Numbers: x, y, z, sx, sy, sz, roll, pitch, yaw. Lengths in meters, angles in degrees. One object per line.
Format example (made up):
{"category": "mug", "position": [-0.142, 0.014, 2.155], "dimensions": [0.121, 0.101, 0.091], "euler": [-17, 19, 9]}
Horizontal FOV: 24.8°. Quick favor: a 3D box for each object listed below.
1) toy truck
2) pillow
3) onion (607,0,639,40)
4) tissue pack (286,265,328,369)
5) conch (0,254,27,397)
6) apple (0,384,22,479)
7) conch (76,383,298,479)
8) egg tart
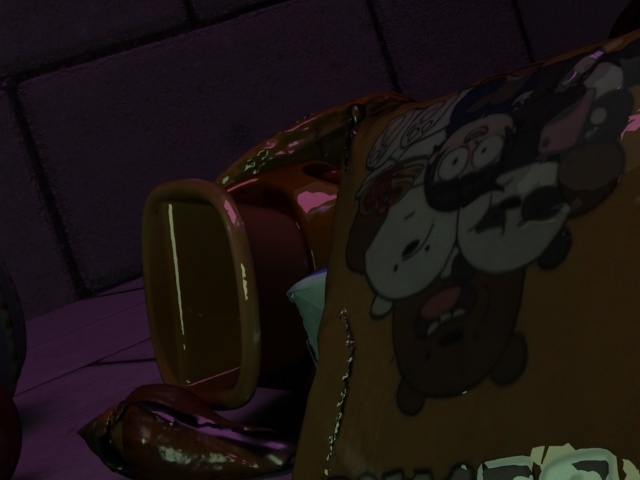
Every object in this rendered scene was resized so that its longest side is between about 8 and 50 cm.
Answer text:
{"category": "toy truck", "position": [-0.029, 0.036, 1.256], "dimensions": [0.211, 0.204, 0.288], "euler": [-6, 4, -23]}
{"category": "pillow", "position": [0.097, 0.046, 0.623], "dimensions": [0.119, 0.312, 0.310], "euler": [25, -26, -39]}
{"category": "onion", "position": [0.346, -0.111, 1.262], "dimensions": [0.281, 0.281, 0.221], "euler": [-14, -13, 42]}
{"category": "tissue pack", "position": [0.148, 0.037, 1.069], "dimensions": [0.263, 0.146, 0.198], "euler": [-24, 5, -37]}
{"category": "conch", "position": [-0.469, 0.152, 1.712], "dimensions": [0.303, 0.215, 0.319], "euler": [-14, 32, 47]}
{"category": "apple", "position": [-0.350, 0.192, 1.351], "dimensions": [0.153, 0.120, 0.153], "euler": [-21, 0, 0]}
{"category": "conch", "position": [-0.115, 0.153, 1.154], "dimensions": [0.086, 0.080, 0.232], "euler": [-31, 12, -32]}
{"category": "egg tart", "position": [0.000, 0.000, 1.529], "dimensions": [0.339, 0.153, 0.352], "euler": [-18, -32, -30]}
